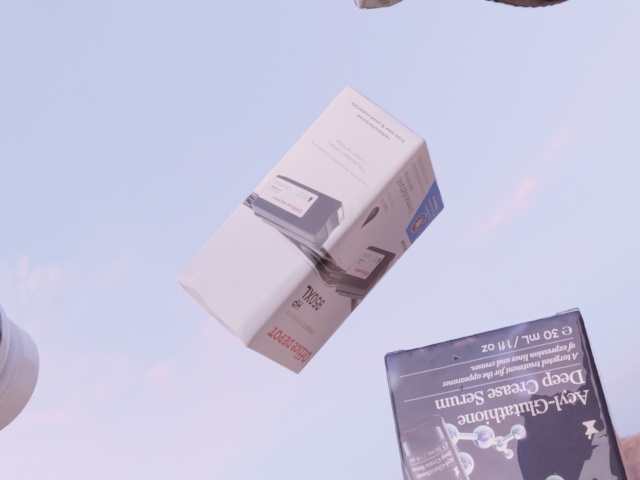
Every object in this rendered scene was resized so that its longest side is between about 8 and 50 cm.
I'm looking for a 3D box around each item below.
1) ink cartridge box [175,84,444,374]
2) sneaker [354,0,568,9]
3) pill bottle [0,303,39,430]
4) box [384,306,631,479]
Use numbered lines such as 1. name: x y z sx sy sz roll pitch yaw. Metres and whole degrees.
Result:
1. ink cartridge box: 0.000 0.000 1.251 0.395 0.166 0.285 -48 -23 -4
2. sneaker: 0.126 -0.216 0.448 0.330 0.123 0.146 -25 -4 -39
3. pill bottle: -0.507 0.110 0.929 0.204 0.204 0.361 -30 -33 -1
4. box: 0.284 0.338 1.122 0.293 0.396 0.212 -17 -26 18
